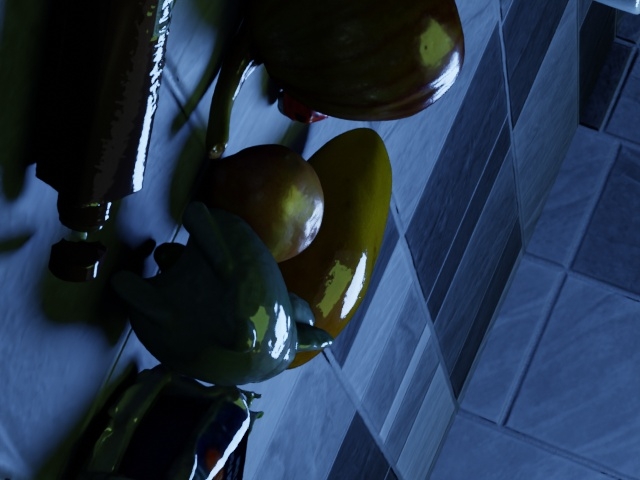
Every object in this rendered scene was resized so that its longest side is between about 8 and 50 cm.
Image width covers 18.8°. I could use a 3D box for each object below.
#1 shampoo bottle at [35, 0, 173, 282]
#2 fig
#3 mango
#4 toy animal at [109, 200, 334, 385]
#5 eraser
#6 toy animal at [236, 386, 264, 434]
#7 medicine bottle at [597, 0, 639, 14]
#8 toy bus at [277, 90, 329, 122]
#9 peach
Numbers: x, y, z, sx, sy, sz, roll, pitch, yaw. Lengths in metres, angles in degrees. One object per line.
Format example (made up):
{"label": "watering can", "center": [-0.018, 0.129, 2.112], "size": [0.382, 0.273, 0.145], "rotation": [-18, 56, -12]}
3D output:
{"label": "shampoo bottle", "center": [-0.133, -0.079, 1.167], "size": [0.068, 0.067, 0.236], "rotation": [-23, 138, -46]}
{"label": "fig", "center": [0.000, -0.165, 1.448], "size": [0.175, 0.207, 0.175], "rotation": [-16, 90, -78]}
{"label": "mango", "center": [0.000, 0.000, 1.721], "size": [0.138, 0.113, 0.253], "rotation": [89, 23, -60]}
{"label": "toy animal", "center": [-0.062, 0.067, 1.482], "size": [0.251, 0.125, 0.127], "rotation": [43, 38, -65]}
{"label": "eraser", "center": [-0.139, 0.260, 1.593], "size": [0.155, 0.102, 0.332], "rotation": [-56, 161, -44]}
{"label": "toy animal", "center": [-0.079, 0.165, 1.833], "size": [0.217, 0.041, 0.075], "rotation": [-40, 150, -72]}
{"label": "medicine bottle", "center": [0.181, -0.302, 1.659], "size": [0.152, 0.254, 0.152], "rotation": [22, 90, -78]}
{"label": "toy bus", "center": [0.035, -0.166, 1.649], "size": [0.195, 0.089, 0.081], "rotation": [-54, 160, -48]}
{"label": "peach", "center": [-0.044, -0.032, 1.531], "size": [0.101, 0.101, 0.100], "rotation": [21, 90, -77]}
